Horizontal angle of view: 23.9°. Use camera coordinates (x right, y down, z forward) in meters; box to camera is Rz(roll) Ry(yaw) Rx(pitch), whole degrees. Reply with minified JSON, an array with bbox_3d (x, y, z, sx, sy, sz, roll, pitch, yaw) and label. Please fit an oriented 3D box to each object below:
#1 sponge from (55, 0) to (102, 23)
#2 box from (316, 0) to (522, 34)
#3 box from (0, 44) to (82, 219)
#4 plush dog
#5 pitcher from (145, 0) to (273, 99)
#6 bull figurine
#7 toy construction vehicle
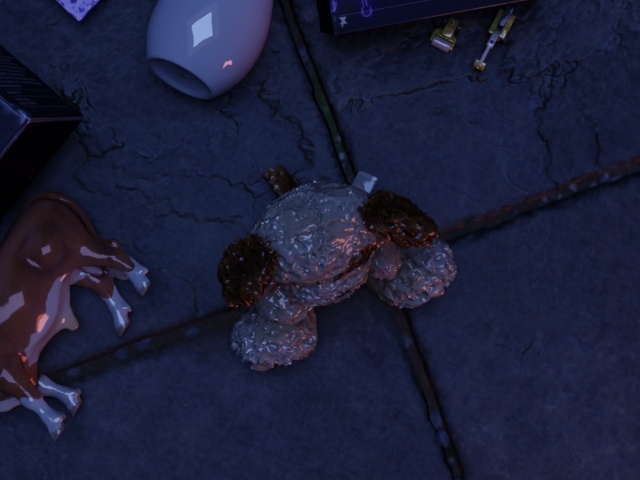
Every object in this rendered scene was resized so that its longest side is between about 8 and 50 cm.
[{"bbox_3d":[-0.242,-0.358,1.705,0.117,0.031,0.210,43,85,-4],"label":"sponge"},{"bbox_3d":[0.118,-0.333,1.630,0.261,0.103,0.184,-12,103,-7],"label":"box"},{"bbox_3d":[-0.486,-0.101,1.566,0.312,0.179,0.343,42,100,2],"label":"box"},{"bbox_3d":[0.000,0.000,1.581,0.262,0.225,0.211,-23,85,-4],"label":"plush dog"},{"bbox_3d":[-0.129,-0.274,1.664,0.177,0.125,0.207,27,75,2],"label":"pitcher"},{"bbox_3d":[-0.323,0.102,1.627,0.188,0.101,0.310,31,86,-2],"label":"bull figurine"},{"bbox_3d":[0.174,-0.251,1.709,0.086,0.035,0.098,31,84,2],"label":"toy construction vehicle"}]
